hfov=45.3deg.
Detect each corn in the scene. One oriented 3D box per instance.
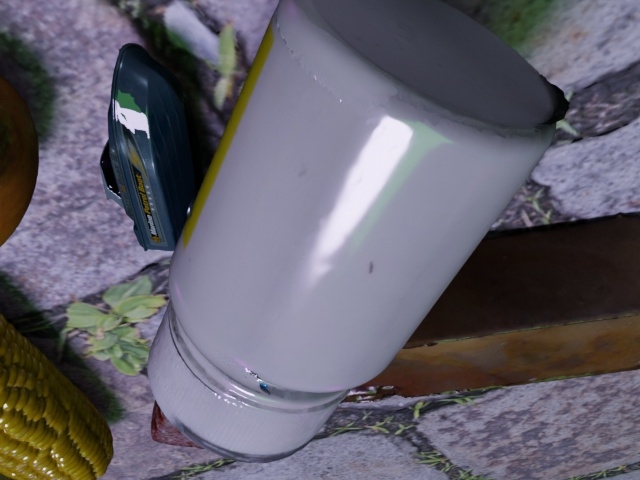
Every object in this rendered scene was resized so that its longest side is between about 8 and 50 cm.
[{"bbox_3d":[-0.260,0.133,0.624,0.106,0.106,0.305,-11,143,8],"label":"corn"}]

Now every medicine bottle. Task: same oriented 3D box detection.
[{"bbox_3d":[0.000,0.000,0.418,0.143,0.143,0.258,13,127,-21],"label":"medicine bottle"}]

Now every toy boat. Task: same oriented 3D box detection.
[{"bbox_3d":[-0.097,-0.054,0.440,0.060,0.055,0.141,15,144,10],"label":"toy boat"}]

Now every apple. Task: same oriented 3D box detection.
[{"bbox_3d":[-0.202,-0.039,0.410,0.099,0.102,0.114,28,131,-33],"label":"apple"}]

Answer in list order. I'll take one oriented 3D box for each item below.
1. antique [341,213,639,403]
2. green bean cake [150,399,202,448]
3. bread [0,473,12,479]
[{"bbox_3d":[0.097,0.060,0.584,0.309,0.087,0.093,-9,143,4],"label":"antique"},{"bbox_3d":[-0.077,0.140,0.691,0.135,0.056,0.135,11,141,-19],"label":"green bean cake"},{"bbox_3d":[-0.469,0.354,0.720,0.348,0.308,0.348,-6,141,-5],"label":"bread"}]
